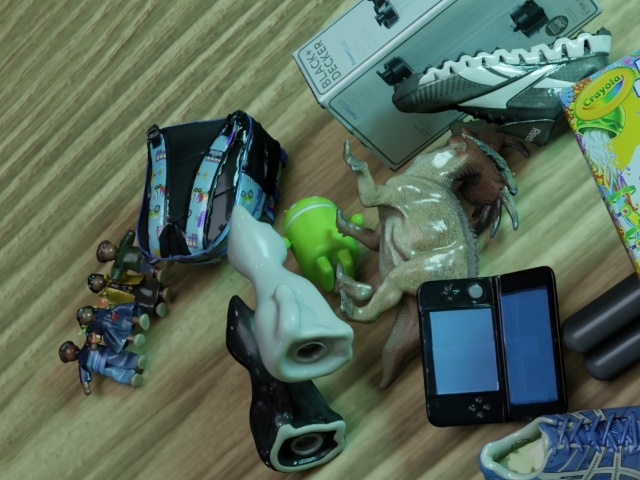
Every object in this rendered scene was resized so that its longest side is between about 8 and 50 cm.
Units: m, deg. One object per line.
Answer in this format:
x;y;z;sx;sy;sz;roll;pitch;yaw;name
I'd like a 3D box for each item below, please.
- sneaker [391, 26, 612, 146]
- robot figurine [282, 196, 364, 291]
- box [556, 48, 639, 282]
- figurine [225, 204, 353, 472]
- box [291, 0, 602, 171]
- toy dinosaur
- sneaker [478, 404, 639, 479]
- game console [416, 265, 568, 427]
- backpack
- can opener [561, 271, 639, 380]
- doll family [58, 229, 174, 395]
0.193;-0.144;1.486;0.234;0.078;0.106;-12;86;-3;sneaker
0.000;0.000;1.593;0.101;0.067;0.115;-20;52;-8;robot figurine
0.394;-0.050;1.189;0.290;0.177;0.279;-28;60;19;box
-0.051;0.093;1.506;0.092;0.215;0.209;-13;43;-19;figurine
0.134;-0.221;1.551;0.290;0.169;0.087;-38;51;13;box
0.117;0.003;1.488;0.200;0.127;0.295;2;82;-3;toy dinosaur
0.242;0.193;1.319;0.211;0.081;0.080;-22;54;22;sneaker
0.160;0.102;1.388;0.124;0.085;0.144;-4;82;-3;game console
-0.127;-0.046;1.671;0.158;0.117;0.173;-7;62;31;backpack
0.350;0.024;1.353;0.280;0.074;0.093;-39;16;10;can opener
-0.243;0.085;1.708;0.111;0.076;0.193;13;69;18;doll family
